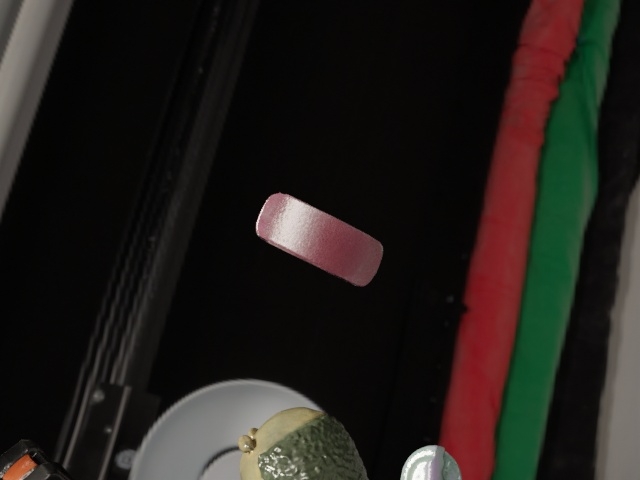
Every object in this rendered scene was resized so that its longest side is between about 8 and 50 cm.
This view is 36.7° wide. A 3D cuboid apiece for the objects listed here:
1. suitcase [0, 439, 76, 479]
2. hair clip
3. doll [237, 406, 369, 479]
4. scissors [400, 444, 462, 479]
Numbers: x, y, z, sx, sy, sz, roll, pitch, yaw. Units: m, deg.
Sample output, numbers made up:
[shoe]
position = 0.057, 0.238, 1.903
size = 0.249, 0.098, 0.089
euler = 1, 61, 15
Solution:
[suitcase]
position = -0.233, 0.343, 1.054
size = 0.066, 0.285, 0.206
euler = -47, -47, -16
[hair clip]
position = 0.001, 0.000, 0.996
size = 0.137, 0.022, 0.054
euler = 27, -96, -8
[doll]
position = -0.016, 0.468, 1.671
size = 0.247, 0.247, 0.350
euler = -24, -98, -48
[scissors]
position = 0.055, 0.244, 0.537
size = 0.030, 0.125, 0.256
euler = 27, -115, -53
